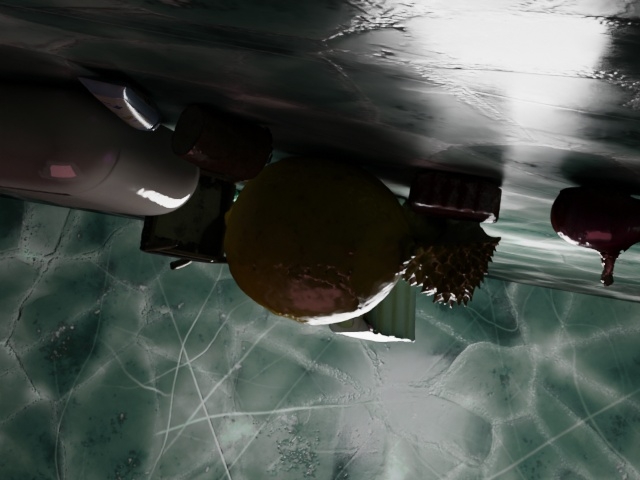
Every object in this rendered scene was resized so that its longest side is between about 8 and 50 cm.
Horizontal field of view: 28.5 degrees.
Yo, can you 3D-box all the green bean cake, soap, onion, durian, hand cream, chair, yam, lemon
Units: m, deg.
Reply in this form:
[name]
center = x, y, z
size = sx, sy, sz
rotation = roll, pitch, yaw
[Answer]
[green bean cake]
center = 0.201, -0.064, 1.875
size = 0.135, 0.056, 0.136
rotation = 10, 175, 8
[soap]
center = 0.094, 0.041, 2.189
size = 0.094, 0.261, 0.150
rotation = -6, 165, 39
[onion]
center = 0.384, -0.004, 1.719
size = 0.150, 0.140, 0.150
rotation = 4, -169, -1
[durian]
center = 0.189, 0.000, 2.020
size = 0.172, 0.166, 0.306
rotation = 32, -165, -3
[hand cream]
center = -0.241, -0.172, 1.567
size = 0.065, 0.043, 0.171
rotation = 12, 174, 15
[chair]
center = -0.223, -0.048, 2.210
size = 0.166, 0.188, 0.272
rotation = 13, 172, -25
[yam]
center = -0.131, -0.129, 1.659
size = 0.127, 0.084, 0.084
rotation = 17, 172, -43
[lemon]
center = 0.000, 0.000, 1.875
size = 0.310, 0.253, 0.253
rotation = 9, 176, 22

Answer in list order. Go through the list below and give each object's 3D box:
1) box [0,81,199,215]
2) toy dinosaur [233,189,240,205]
[box]
center = -0.353, -0.124, 1.771
size = 0.289, 0.141, 0.349
rotation = 9, 175, 25
[toy dinosaur]
center = -0.181, -0.080, 2.548
size = 0.096, 0.059, 0.132
rotation = 22, 162, -29
